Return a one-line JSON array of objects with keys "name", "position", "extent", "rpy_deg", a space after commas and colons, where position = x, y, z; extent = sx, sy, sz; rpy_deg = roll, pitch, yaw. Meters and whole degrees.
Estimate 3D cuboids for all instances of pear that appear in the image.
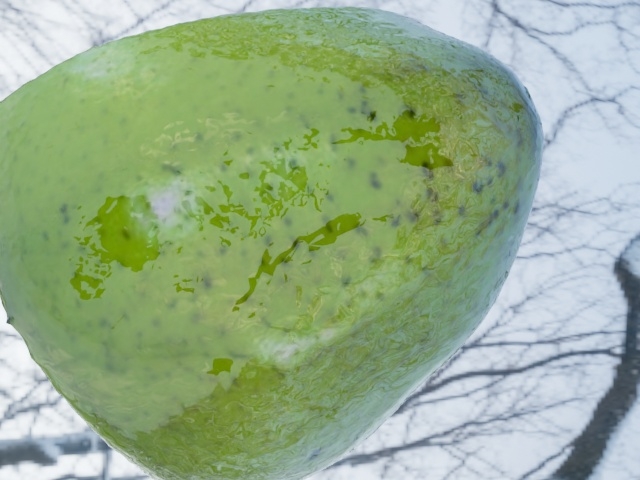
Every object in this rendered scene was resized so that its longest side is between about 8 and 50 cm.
[{"name": "pear", "position": [0.000, 0.000, 0.832], "extent": [0.318, 0.342, 0.238], "rpy_deg": [-32, -126, 13]}]
